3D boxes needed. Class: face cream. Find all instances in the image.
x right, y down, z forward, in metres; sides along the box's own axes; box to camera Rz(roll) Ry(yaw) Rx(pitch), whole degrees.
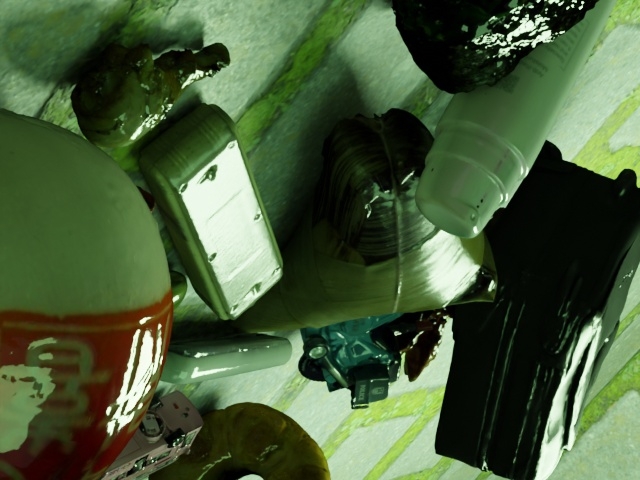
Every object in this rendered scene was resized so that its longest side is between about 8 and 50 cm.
[{"bbox_3d":[0.193,-0.153,1.783,0.345,0.102,0.102,-59,166,-21],"label":"face cream"}]

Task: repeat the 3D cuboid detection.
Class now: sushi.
[{"bbox_3d":[0.170,-0.246,1.706,0.225,0.124,0.127,-34,153,-4],"label":"sushi"}]

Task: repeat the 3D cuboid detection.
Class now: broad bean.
[{"bbox_3d":[-0.160,0.054,1.824,0.063,0.045,0.083,-39,167,-5],"label":"broad bean"}]

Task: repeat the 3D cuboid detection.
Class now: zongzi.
[{"bbox_3d":[0.000,0.000,1.913,0.317,0.154,0.289,-21,146,10],"label":"zongzi"}]

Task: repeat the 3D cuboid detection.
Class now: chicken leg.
[{"bbox_3d":[-0.132,-0.131,1.485,0.178,0.070,0.093,-28,150,-50],"label":"chicken leg"}]

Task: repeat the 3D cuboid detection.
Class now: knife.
[{"bbox_3d":[-0.114,0.123,2.014,0.265,0.073,0.041,-1,103,-64],"label":"knife"}]

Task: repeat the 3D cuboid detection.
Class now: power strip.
[{"bbox_3d":[-0.100,-0.016,1.772,0.092,0.066,0.387,-40,157,-11],"label":"power strip"}]

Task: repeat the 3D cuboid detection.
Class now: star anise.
[{"bbox_3d":[0.148,0.074,2.350,0.288,0.088,0.288,-30,151,-19],"label":"star anise"}]

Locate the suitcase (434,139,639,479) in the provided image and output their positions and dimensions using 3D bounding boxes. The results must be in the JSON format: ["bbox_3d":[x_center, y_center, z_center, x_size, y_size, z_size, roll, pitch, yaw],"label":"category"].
[{"bbox_3d":[0.264,0.096,2.232,0.345,0.188,0.339,-55,159,-53],"label":"suitcase"}]

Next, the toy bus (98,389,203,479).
[{"bbox_3d":[-0.228,0.237,2.039,0.203,0.063,0.090,-23,156,-36],"label":"toy bus"}]

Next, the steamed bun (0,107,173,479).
[{"bbox_3d":[-0.266,0.092,1.391,0.374,0.241,0.374,-33,147,-24],"label":"steamed bun"}]

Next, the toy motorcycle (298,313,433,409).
[{"bbox_3d":[0.062,0.084,2.162,0.182,0.123,0.272,-7,140,-9],"label":"toy motorcycle"}]

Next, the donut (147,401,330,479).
[{"bbox_3d":[-0.095,0.306,2.200,0.226,0.226,0.114,-39,158,-8],"label":"donut"}]

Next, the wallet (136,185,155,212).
[{"bbox_3d":[-0.236,0.044,1.662,0.142,0.045,0.204,-21,151,-40],"label":"wallet"}]
